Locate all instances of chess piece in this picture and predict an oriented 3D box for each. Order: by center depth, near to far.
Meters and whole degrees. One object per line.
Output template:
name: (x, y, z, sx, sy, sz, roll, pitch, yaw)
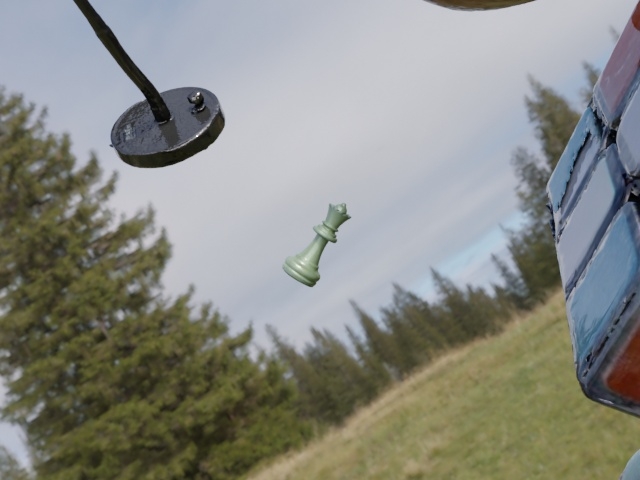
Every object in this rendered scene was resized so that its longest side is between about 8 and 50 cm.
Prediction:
chess piece: (0.000, 0.000, 0.969, 0.093, 0.042, 0.042, -58, -11, 6)

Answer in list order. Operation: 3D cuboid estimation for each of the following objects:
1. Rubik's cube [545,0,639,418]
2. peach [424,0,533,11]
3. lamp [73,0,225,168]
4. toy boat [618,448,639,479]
Rubik's cube: (0.397, -0.051, 0.675, 0.363, 0.362, 0.359, -73, 6, -63)
peach: (0.176, -0.434, 0.889, 0.417, 0.353, 0.339, -55, -13, -34)
lamp: (-0.237, -0.198, 0.800, 0.108, 0.130, 0.371, -40, -50, 8)
toy boat: (0.389, 0.306, 1.026, 0.134, 0.208, 0.079, 0, 21, 17)
